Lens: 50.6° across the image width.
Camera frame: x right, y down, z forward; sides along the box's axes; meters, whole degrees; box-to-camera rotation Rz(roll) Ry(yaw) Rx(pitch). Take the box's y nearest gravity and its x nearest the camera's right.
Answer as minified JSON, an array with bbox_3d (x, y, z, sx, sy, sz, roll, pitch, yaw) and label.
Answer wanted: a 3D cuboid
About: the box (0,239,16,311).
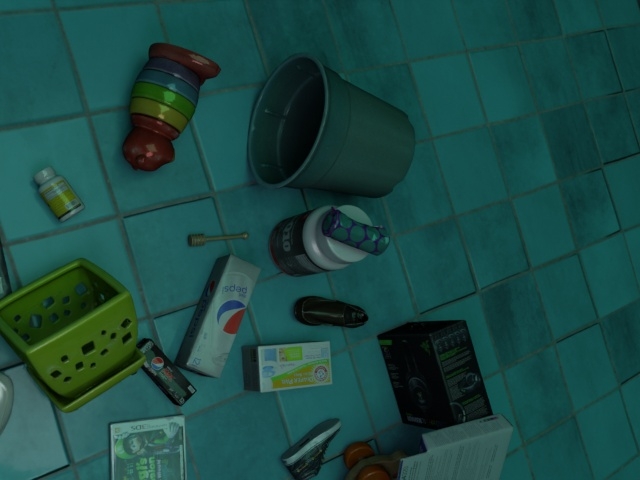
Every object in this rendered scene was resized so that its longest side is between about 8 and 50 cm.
[{"bbox_3d":[-0.759,0.082,1.369,0.233,0.059,0.183,-13,89,-31],"label":"box"}]

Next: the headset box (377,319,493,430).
[{"bbox_3d":[0.301,0.349,1.824,0.131,0.246,0.283,-17,92,-30],"label":"headset box"}]

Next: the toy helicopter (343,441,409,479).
[{"bbox_3d":[0.224,0.660,1.790,0.355,0.140,0.235,0,106,-17],"label":"toy helicopter"}]

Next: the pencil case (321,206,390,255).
[{"bbox_3d":[0.080,-0.019,1.530,0.152,0.064,0.070,20,88,-26],"label":"pencil case"}]

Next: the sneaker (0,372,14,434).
[{"bbox_3d":[-0.696,0.397,1.304,0.114,0.152,0.305,37,65,-17],"label":"sneaker"}]

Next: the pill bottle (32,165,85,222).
[{"bbox_3d":[-0.580,-0.104,1.496,0.065,0.065,0.116,-38,101,-29],"label":"pill bottle"}]

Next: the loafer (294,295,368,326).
[{"bbox_3d":[0.035,0.188,1.795,0.220,0.078,0.080,7,79,-29],"label":"loafer"}]

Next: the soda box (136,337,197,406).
[{"bbox_3d":[-0.364,0.303,1.560,0.053,0.060,0.169,-44,105,-26],"label":"soda box"}]

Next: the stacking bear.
[{"bbox_3d":[-0.375,-0.299,1.599,0.164,0.175,0.289,23,79,-27],"label":"stacking bear"}]

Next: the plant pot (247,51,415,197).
[{"bbox_3d":[0.042,-0.265,1.743,0.334,0.341,0.341,11,77,-36],"label":"plant pot"}]

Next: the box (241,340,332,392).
[{"bbox_3d":[-0.082,0.313,1.694,0.203,0.103,0.114,0,82,-30],"label":"box"}]

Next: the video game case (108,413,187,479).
[{"bbox_3d":[-0.389,0.502,1.537,0.173,0.022,0.190,0,82,-29],"label":"video game case"}]

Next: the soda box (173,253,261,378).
[{"bbox_3d":[-0.246,0.181,1.626,0.091,0.098,0.286,28,69,-23],"label":"soda box"}]

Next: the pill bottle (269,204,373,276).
[{"bbox_3d":[0.000,0.000,1.685,0.161,0.283,0.161,5,80,-29],"label":"pill bottle"}]

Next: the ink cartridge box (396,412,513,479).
[{"bbox_3d":[0.308,0.608,1.706,0.330,0.071,0.324,-6,120,-22],"label":"ink cartridge box"}]

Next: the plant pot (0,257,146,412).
[{"bbox_3d":[-0.505,0.201,1.389,0.227,0.228,0.207,-32,127,-30],"label":"plant pot"}]

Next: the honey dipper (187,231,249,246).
[{"bbox_3d":[-0.252,-0.005,1.692,0.161,0.030,0.030,-4,84,-34],"label":"honey dipper"}]

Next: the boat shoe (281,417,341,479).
[{"bbox_3d":[-0.009,0.536,1.730,0.183,0.065,0.083,-32,101,-24],"label":"boat shoe"}]
